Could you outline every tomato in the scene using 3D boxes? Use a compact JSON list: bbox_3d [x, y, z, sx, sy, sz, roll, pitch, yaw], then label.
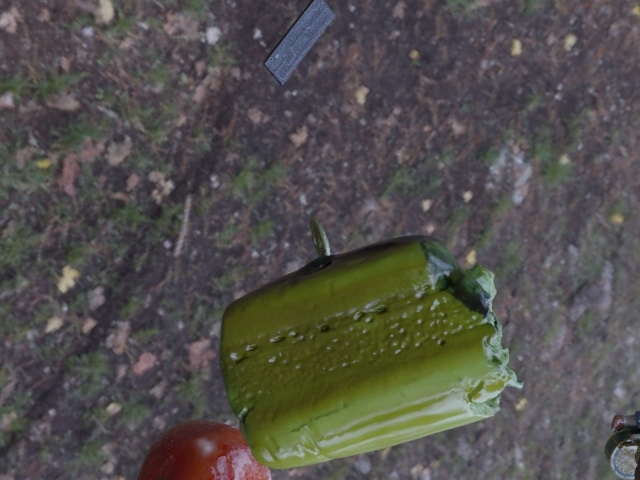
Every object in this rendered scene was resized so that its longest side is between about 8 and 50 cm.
[{"bbox_3d":[-0.254,0.551,2.015,0.290,0.293,0.325,34,68,-43],"label":"tomato"}]

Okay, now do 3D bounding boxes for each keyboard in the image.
[{"bbox_3d":[-0.033,-0.323,1.510,0.053,0.010,0.155,46,72,-34],"label":"keyboard"}]

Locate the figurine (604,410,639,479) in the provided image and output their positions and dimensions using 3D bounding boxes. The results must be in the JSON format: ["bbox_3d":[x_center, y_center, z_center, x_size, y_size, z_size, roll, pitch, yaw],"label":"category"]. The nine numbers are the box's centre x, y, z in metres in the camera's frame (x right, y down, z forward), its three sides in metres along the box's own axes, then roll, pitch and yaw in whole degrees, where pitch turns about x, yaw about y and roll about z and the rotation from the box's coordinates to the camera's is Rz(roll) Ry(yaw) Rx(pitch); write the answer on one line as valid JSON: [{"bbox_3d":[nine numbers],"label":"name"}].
[{"bbox_3d":[0.629,0.423,1.720,0.158,0.161,0.275,-50,-168,12],"label":"figurine"}]

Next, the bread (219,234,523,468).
[{"bbox_3d":[0.056,0.145,1.214,0.376,0.251,0.208,-20,160,16],"label":"bread"}]

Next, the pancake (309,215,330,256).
[{"bbox_3d":[0.000,0.001,1.991,0.017,0.108,0.108,-16,145,-11],"label":"pancake"}]
